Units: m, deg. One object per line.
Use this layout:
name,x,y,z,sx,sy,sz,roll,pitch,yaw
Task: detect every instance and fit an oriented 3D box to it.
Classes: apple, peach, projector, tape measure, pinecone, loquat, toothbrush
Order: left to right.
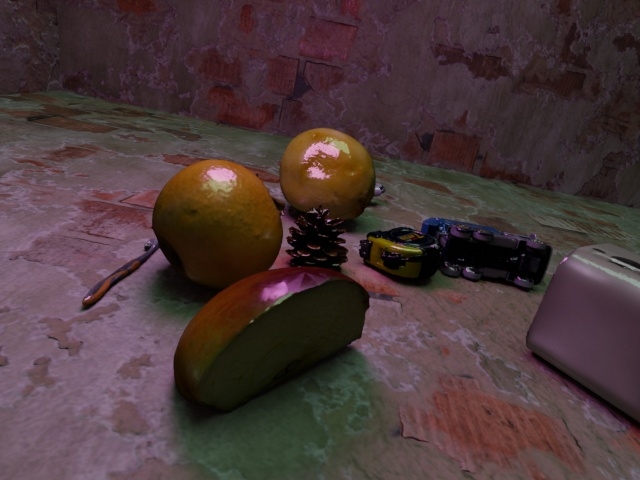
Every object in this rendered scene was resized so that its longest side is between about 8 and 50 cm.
toothbrush,-0.401,0.056,0.918,0.031,0.023,0.321,5,20,0
loquat,-0.201,-0.033,0.923,0.275,0.275,0.275,10,21,-4
apple,-0.064,0.133,0.696,0.346,0.179,0.254,-14,2,-40
pinecone,-0.006,-0.006,1.087,0.163,0.165,0.163,6,23,-2
peach,0.028,-0.210,1.459,0.315,0.314,0.281,18,-14,18
tape measure,0.228,0.037,1.185,0.199,0.112,0.186,-15,26,-39
projector,0.601,0.167,0.860,0.248,0.248,0.249,-3,26,-35

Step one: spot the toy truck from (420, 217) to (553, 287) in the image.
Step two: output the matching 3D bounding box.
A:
toy truck,0.464,0.025,1.291,0.367,0.146,0.175,11,17,-1

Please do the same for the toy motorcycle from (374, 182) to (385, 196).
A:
toy motorcycle,0.122,-0.211,1.769,0.260,0.110,0.171,16,33,24
